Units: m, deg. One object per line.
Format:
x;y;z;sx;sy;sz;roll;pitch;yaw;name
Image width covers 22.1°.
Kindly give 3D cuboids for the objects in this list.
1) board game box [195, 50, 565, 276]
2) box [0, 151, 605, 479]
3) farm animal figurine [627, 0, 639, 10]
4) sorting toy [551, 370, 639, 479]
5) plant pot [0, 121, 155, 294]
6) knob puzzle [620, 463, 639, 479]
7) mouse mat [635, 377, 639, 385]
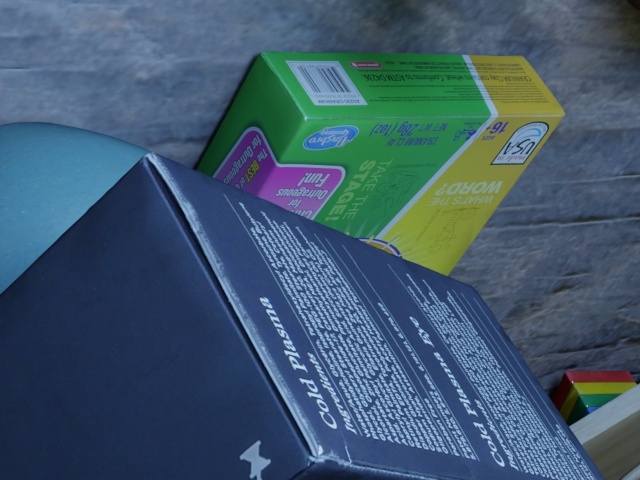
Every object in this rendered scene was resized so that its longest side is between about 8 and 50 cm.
0.000;0.000;1.185;0.242;0.064;0.316;-5;141;-39;board game box
-0.072;0.160;0.852;0.343;0.179;0.312;-42;149;17;box
0.235;-0.252;0.822;0.330;0.172;0.327;-29;133;7;farm animal figurine
0.252;0.230;1.727;0.257;0.089;0.255;-32;150;6;sorting toy
-0.162;0.045;0.973;0.290;0.195;0.290;-23;149;-15;plant pot
0.387;0.262;1.769;0.213;0.030;0.213;-21;150;-13;knob puzzle
0.419;0.143;1.837;0.190;0.007;0.152;-43;148;17;mouse mat
